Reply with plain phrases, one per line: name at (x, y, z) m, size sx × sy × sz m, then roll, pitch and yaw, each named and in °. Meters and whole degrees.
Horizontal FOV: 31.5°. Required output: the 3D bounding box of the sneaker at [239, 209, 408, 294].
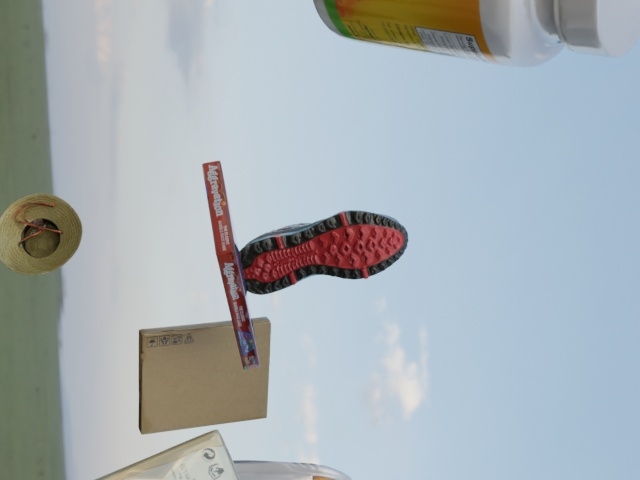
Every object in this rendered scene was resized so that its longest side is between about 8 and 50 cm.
sneaker at (0.000, 0.000, 1.685) m, size 0.125 × 0.262 × 0.104 m, roll -78°, pitch 157°, yaw -72°

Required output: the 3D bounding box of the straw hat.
straw hat at (-0.429, 0.003, 1.754) m, size 0.061 × 0.144 × 0.144 m, roll 86°, pitch -5°, yaw -62°

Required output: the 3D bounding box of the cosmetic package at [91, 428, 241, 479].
cosmetic package at (-0.228, 0.287, 1.041) m, size 0.113 × 0.309 × 0.160 m, roll 68°, pitch -22°, yaw 8°

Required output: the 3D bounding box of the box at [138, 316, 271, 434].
box at (-0.173, 0.202, 1.696) m, size 0.021 × 0.201 × 0.164 m, roll -144°, pitch -127°, yaw -61°

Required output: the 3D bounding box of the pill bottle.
pill bottle at (0.124, -0.209, 0.880) m, size 0.245 × 0.136 × 0.136 m, roll 16°, pitch -65°, yaw 35°

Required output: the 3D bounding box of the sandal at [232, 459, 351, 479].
sandal at (-0.095, 0.313, 1.410) m, size 0.102 × 0.265 × 0.076 m, roll 104°, pitch -11°, yaw -75°

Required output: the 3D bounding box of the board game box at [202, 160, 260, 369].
board game box at (-0.116, 0.039, 1.489) m, size 0.281 × 0.027 × 0.145 m, roll 84°, pitch -7°, yaw -55°
